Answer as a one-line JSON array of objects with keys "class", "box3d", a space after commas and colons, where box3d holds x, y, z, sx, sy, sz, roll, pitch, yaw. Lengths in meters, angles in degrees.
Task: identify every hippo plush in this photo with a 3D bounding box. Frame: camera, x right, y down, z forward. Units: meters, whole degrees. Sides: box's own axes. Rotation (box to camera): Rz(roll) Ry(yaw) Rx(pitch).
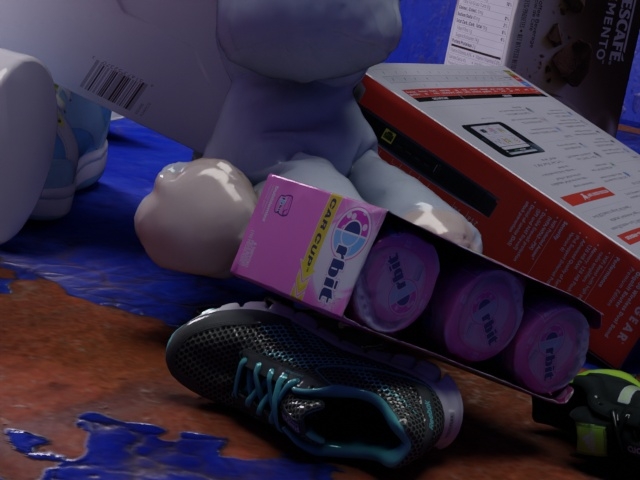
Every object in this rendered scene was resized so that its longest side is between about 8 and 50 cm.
[{"class": "hippo plush", "box3d": [0.011, -0.082, 1.002, 0.234, 0.236, 0.294, 11, 0, -3]}]

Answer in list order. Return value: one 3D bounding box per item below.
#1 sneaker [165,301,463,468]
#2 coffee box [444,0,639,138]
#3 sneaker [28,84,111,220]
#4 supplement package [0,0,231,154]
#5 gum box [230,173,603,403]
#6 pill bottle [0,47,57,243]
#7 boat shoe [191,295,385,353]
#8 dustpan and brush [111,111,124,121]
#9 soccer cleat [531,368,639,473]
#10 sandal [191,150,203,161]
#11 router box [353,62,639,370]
[{"class": "sneaker", "box3d": [-0.010, 0.078, 0.784, 0.166, 0.065, 0.076, 12, 15, 15]}, {"class": "coffee box", "box3d": [0.227, -0.166, 1.581, 0.168, 0.297, 0.119, 5, 13, -29]}, {"class": "sneaker", "box3d": [-0.241, -0.137, 1.237, 0.127, 0.208, 0.319, 11, 12, -2]}, {"class": "supplement package", "box3d": [-0.114, -0.209, 1.154, 0.262, 0.204, 0.145, 26, 46, -18]}, {"class": "gum box", "box3d": [0.058, 0.031, 0.826, 0.188, 0.062, 0.107, 24, -3, -38]}, {"class": "pill bottle", "box3d": [-0.342, -0.092, 1.041, 0.283, 0.160, 0.160, 13, 12, 11]}, {"class": "boat shoe", "box3d": [-0.020, 0.053, 0.942, 0.125, 0.038, 0.046, 11, 11, 0]}, {"class": "dustpan and brush", "box3d": [-0.329, -0.149, 1.628, 0.211, 0.060, 0.147, 9, 8, -44]}, {"class": "soccer cleat", "box3d": [0.184, 0.112, 0.821, 0.072, 0.060, 0.179, -5, 11, -24]}, {"class": "sandal", "box3d": [-0.063, -0.070, 1.456, 0.097, 0.054, 0.254, 7, 12, -19]}, {"class": "router box", "box3d": [0.193, -0.037, 1.236, 0.301, 0.082, 0.335, 37, 21, 20]}]
